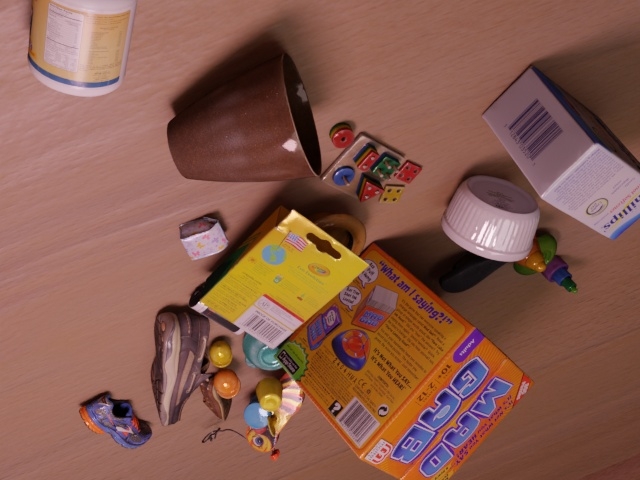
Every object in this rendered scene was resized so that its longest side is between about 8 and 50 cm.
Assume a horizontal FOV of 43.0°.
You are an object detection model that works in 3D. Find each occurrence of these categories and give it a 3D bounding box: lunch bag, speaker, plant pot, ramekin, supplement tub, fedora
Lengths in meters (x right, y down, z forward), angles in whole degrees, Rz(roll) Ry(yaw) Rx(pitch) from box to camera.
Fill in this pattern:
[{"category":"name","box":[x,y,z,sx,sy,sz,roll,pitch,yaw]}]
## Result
[{"category":"lunch bag","box":[-0.234,-0.007,1.642,0.083,0.053,0.071,-16,137,5]},{"category":"speaker","box":[-0.223,0.154,1.791,0.055,0.055,0.136,-42,122,19]},{"category":"plant pot","box":[-0.139,-0.188,1.406,0.230,0.215,0.215,-13,140,10]},{"category":"ramekin","box":[0.377,-0.056,1.771,0.207,0.207,0.109,1,124,-26]},{"category":"supplement tub","box":[-0.345,-0.327,1.183,0.144,0.144,0.200,0,133,-25]},{"category":"fedora","box":[0.000,0.000,1.738,0.194,0.079,0.194,-14,136,-14]}]

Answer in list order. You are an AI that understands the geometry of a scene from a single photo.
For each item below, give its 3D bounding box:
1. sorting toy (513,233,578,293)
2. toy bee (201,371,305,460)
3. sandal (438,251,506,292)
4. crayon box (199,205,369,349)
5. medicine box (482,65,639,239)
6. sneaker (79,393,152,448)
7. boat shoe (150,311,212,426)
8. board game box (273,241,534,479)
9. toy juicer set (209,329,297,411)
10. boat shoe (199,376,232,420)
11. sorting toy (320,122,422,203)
[{"category":"sorting toy","box":[0.550,0.062,1.991,0.127,0.126,0.365,-47,142,13]},{"category":"toy bee","box":[-0.133,0.476,2.113,0.298,0.162,0.195,-40,-179,29]},{"category":"sandal","box":[0.398,0.050,2.007,0.254,0.054,0.097,-29,145,-10]},{"category":"crayon box","box":[-0.072,0.067,1.660,0.202,0.081,0.318,36,123,-19]},{"category":"medicine box","box":[0.514,-0.175,1.656,0.289,0.263,0.149,21,122,-39]},{"category":"sneaker","box":[-0.479,0.439,1.975,0.087,0.083,0.221,-40,141,6]},{"category":"boat shoe","box":[-0.313,0.304,1.871,0.130,0.132,0.355,-5,137,-20]},{"category":"board game box","box":[0.192,0.295,1.862,0.356,0.356,0.356,-49,136,2]},{"category":"toy juicer set","box":[-0.153,0.244,1.933,0.209,0.089,0.329,13,113,-13]},{"category":"boat shoe","box":[-0.264,0.395,2.051,0.060,0.064,0.178,9,143,13]},{"category":"sorting toy","box":[0.098,-0.135,1.669,0.274,0.046,0.132,22,121,-40]}]
